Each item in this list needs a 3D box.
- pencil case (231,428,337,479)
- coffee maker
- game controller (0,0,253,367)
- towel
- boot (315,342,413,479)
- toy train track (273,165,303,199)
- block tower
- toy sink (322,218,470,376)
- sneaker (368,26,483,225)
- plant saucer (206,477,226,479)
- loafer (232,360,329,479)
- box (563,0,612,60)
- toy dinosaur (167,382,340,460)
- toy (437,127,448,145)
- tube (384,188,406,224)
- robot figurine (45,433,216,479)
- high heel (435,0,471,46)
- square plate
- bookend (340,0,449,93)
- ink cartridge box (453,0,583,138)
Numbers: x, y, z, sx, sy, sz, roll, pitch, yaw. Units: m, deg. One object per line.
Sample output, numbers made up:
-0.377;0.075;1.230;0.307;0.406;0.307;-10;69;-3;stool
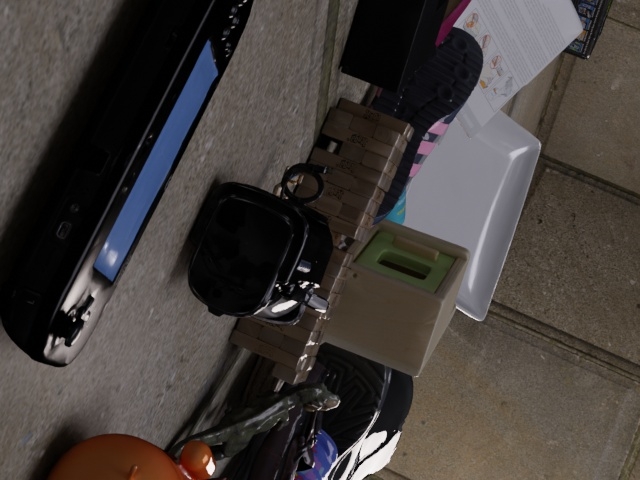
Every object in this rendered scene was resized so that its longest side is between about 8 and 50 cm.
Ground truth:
-0.089;0.377;1.870;0.119;0.133;0.306;-44;-172;44;pencil case
-0.056;-0.005;1.314;0.178;0.120;0.171;37;55;-80;coffee maker
-0.126;-0.059;0.941;0.319;0.067;0.166;-64;169;-8;game controller
-0.022;0.114;1.838;0.282;0.049;0.187;-66;168;1;towel
0.071;0.276;2.220;0.367;0.146;0.445;-60;162;18;boot
-0.033;-0.062;1.505;0.048;0.014;0.083;-70;169;19;toy train track
0.000;0.000;1.591;0.091;0.097;0.335;18;95;-79;block tower
0.111;0.062;1.844;0.234;0.153;0.131;-45;154;-63;toy sink
0.100;-0.146;1.759;0.319;0.112;0.131;-54;-179;-22;sneaker
-0.216;0.398;1.494;0.259;0.048;0.258;-65;169;13;plant saucer
-0.055;0.290;1.684;0.302;0.095;0.109;-60;180;-23;loafer
0.336;-0.406;1.985;0.270;0.216;0.060;96;20;-60;box
-0.107;0.228;1.580;0.268;0.064;0.118;-24;172;-32;toy dinosaur
0.174;-0.251;1.972;0.136;0.056;0.237;-60;163;-11;toy
0.106;-0.102;2.005;0.207;0.052;0.080;90;16;-50;tube
-0.175;0.240;1.182;0.219;0.158;0.128;74;19;-74;robot figurine
0.155;-0.323;1.634;0.117;0.082;0.244;-45;173;-37;high heel
0.231;-0.070;2.251;0.347;0.049;0.344;28;78;-50;square plate
0.099;-0.273;1.529;0.156;0.072;0.157;-51;161;-56;bookend
0.237;-0.306;1.880;0.239;0.060;0.275;-44;142;-1;ink cartridge box
